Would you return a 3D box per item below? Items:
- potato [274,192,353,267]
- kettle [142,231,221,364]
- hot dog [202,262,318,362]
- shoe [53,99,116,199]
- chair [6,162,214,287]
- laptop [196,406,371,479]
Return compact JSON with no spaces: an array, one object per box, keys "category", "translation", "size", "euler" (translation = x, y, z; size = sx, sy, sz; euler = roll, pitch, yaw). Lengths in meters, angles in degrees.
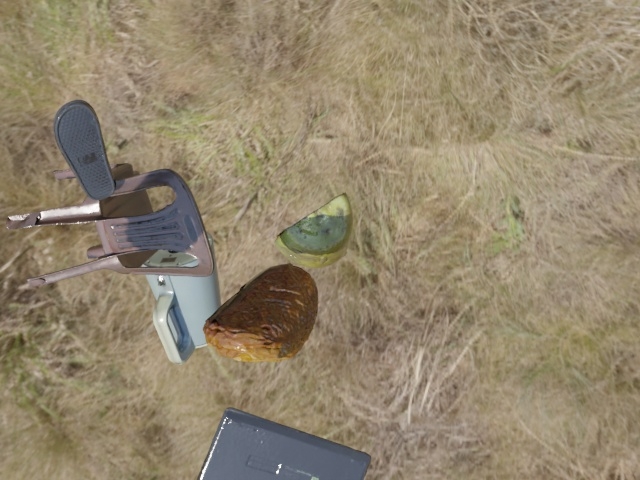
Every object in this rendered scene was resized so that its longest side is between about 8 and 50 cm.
[{"category":"potato","translation":[0.000,0.000,1.562],"size":[0.160,0.271,0.111],"euler":[-33,89,-14]},{"category":"kettle","translation":[-0.297,0.128,1.643],"size":[0.160,0.210,0.243],"euler":[0,121,14]},{"category":"hot dog","translation":[-0.094,0.123,1.237],"size":[0.160,0.227,0.099],"euler":[14,128,28]},{"category":"shoe","translation":[-0.327,-0.129,1.045],"size":[0.062,0.053,0.159],"euler":[-19,130,-11]},{"category":"chair","translation":[-0.294,-0.033,1.178],"size":[0.326,0.183,0.176],"euler":[-7,112,18]},{"category":"laptop","translation":[-0.047,0.294,0.926],"size":[0.197,0.016,0.135],"euler":[20,97,-10]}]
